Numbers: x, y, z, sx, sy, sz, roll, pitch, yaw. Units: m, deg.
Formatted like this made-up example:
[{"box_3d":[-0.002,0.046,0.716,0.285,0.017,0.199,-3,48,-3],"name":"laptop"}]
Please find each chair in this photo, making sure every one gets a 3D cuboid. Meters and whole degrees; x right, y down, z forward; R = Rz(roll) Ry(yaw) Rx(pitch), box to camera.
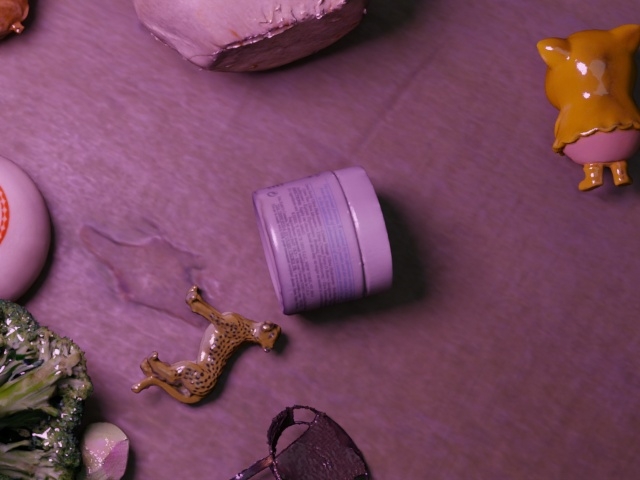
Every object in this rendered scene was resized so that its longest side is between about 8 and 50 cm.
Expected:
[{"box_3d":[-0.033,0.320,1.441,0.213,0.149,0.174,-38,86,-15],"name":"chair"}]

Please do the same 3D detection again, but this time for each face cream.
[{"box_3d":[0.000,0.000,1.472,0.153,0.177,0.177,-13,83,-7],"name":"face cream"}]

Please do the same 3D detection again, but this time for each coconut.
[{"box_3d":[-0.102,-0.418,1.448,0.346,0.346,0.360,-18,85,-9],"name":"coconut"},{"box_3d":[-0.290,0.286,1.447,0.083,0.081,0.082,40,43,12],"name":"coconut"}]

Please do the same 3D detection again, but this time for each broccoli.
[{"box_3d":[-0.416,0.208,1.355,0.265,0.245,0.294,-10,104,7],"name":"broccoli"}]

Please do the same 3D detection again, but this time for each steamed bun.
[{"box_3d":[-0.471,-0.014,1.434,0.232,0.145,0.232,1,82,-7],"name":"steamed bun"}]

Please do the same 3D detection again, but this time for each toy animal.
[{"box_3d":[0.392,-0.187,1.568,0.156,0.156,0.230,-9,86,-8],"name":"toy animal"},{"box_3d":[-0.154,0.157,1.486,0.136,0.073,0.181,35,76,-8],"name":"toy animal"}]

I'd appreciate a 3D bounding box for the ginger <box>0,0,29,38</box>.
[{"box_3d":[-0.525,-0.438,1.490,0.357,0.152,0.274,24,79,-4],"name":"ginger"}]
